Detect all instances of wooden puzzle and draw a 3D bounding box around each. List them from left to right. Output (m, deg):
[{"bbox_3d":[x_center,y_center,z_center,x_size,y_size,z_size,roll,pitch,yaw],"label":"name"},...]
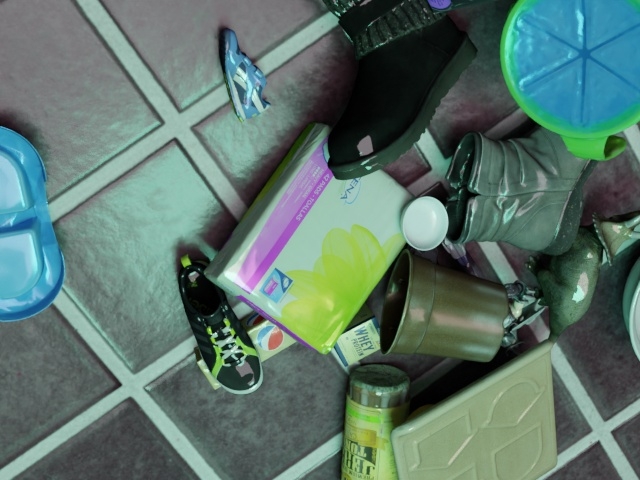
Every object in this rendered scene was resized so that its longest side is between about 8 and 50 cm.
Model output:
[{"bbox_3d":[0.261,0.346,1.657,0.322,0.080,0.347,-26,131,-19],"label":"wooden puzzle"}]

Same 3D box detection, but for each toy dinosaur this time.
[{"bbox_3d":[0.412,0.059,1.610,0.121,0.160,0.313,25,99,-19],"label":"toy dinosaur"}]

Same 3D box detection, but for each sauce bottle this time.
[{"bbox_3d":[0.090,0.389,1.665,0.111,0.111,0.344,-1,106,-13],"label":"sauce bottle"}]

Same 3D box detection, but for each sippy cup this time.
[{"bbox_3d":[0.404,-0.287,1.374,0.240,0.224,0.305,40,129,11],"label":"sippy cup"}]

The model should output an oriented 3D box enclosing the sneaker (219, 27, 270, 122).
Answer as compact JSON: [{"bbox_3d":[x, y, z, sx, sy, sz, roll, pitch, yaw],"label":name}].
[{"bbox_3d":[-0.115,-0.251,1.450,0.059,0.053,0.144,-17,119,-7],"label":"sneaker"}]

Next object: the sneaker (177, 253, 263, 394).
[{"bbox_3d":[-0.166,0.134,1.491,0.084,0.097,0.234,-28,84,-2],"label":"sneaker"}]

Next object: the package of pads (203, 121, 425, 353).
[{"bbox_3d":[0.000,0.000,1.495,0.229,0.101,0.296,38,81,-21],"label":"package of pads"}]

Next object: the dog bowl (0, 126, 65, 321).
[{"bbox_3d":[-0.473,-0.031,1.423,0.166,0.074,0.297,-10,110,-10],"label":"dog bowl"}]

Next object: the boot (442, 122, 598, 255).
[{"bbox_3d":[0.321,-0.145,1.513,0.223,0.118,0.338,10,92,-25],"label":"boot"}]

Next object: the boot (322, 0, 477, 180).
[{"bbox_3d":[0.063,-0.280,1.394,0.260,0.131,0.348,52,56,-25],"label":"boot"}]

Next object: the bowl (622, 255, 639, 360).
[{"bbox_3d":[0.643,0.094,1.689,0.298,0.134,0.297,-4,107,-12],"label":"bowl"}]

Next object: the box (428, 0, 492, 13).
[{"bbox_3d":[0.255,-0.464,1.369,0.270,0.143,0.165,-42,114,-25],"label":"box"}]

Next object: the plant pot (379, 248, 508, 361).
[{"bbox_3d":[0.192,0.110,1.495,0.165,0.167,0.167,12,104,-6],"label":"plant pot"}]

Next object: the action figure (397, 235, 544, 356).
[{"bbox_3d":[0.248,0.089,1.609,0.185,0.099,0.285,-35,105,17],"label":"action figure"}]

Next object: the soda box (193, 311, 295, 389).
[{"bbox_3d":[-0.113,0.164,1.576,0.181,0.058,0.061,-31,111,-3],"label":"soda box"}]

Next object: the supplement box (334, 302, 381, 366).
[{"bbox_3d":[0.055,0.152,1.597,0.083,0.083,0.056,-28,111,-4],"label":"supplement box"}]

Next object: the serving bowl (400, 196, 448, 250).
[{"bbox_3d":[0.155,-0.027,1.492,0.083,0.027,0.083,-3,97,-27],"label":"serving bowl"}]
